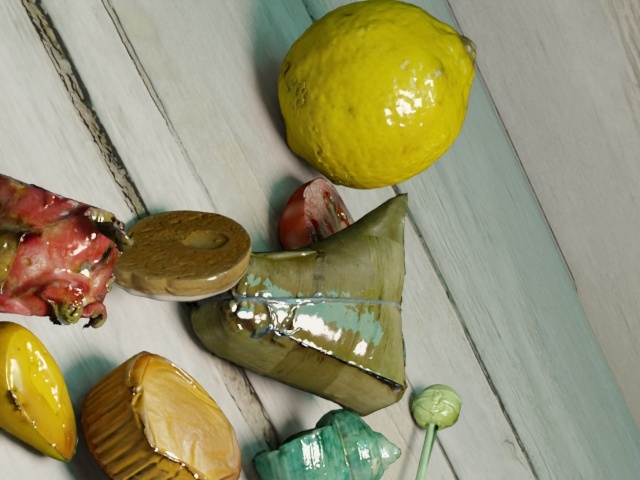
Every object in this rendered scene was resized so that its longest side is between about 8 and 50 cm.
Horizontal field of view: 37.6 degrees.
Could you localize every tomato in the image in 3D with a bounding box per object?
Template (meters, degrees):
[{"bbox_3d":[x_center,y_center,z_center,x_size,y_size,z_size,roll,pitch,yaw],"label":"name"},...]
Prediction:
[{"bbox_3d":[-0.002,0.002,1.656,0.225,0.085,0.225,45,33,-40],"label":"tomato"}]

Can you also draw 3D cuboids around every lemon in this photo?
[{"bbox_3d":[0.106,-0.274,1.735,0.350,0.387,0.350,56,11,-16],"label":"lemon"}]

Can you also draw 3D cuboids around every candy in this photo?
[{"bbox_3d":[0.197,0.387,1.734,0.093,0.092,0.335,21,34,3],"label":"candy"}]

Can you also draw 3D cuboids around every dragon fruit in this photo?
[{"bbox_3d":[-0.310,0.012,0.979,0.211,0.282,0.147,24,87,-52],"label":"dragon fruit"}]

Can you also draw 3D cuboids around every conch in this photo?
[{"bbox_3d":[0.014,0.327,1.376,0.202,0.196,0.134,-30,76,-20],"label":"conch"}]

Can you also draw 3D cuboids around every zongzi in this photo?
[{"bbox_3d":[-0.014,0.035,1.438,0.356,0.174,0.393,25,61,-31],"label":"zongzi"}]

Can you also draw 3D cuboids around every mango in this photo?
[{"bbox_3d":[-0.318,0.162,1.013,0.187,0.066,0.101,62,20,-25],"label":"mango"}]

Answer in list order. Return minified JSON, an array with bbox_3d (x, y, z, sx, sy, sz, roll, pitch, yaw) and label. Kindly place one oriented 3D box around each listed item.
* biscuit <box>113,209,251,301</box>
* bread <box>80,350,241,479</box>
[{"bbox_3d":[-0.184,0.022,1.258,0.208,0.181,0.049,-60,159,-62],"label":"biscuit"},{"bbox_3d":[-0.192,0.234,1.119,0.199,0.104,0.199,49,14,-17],"label":"bread"}]
